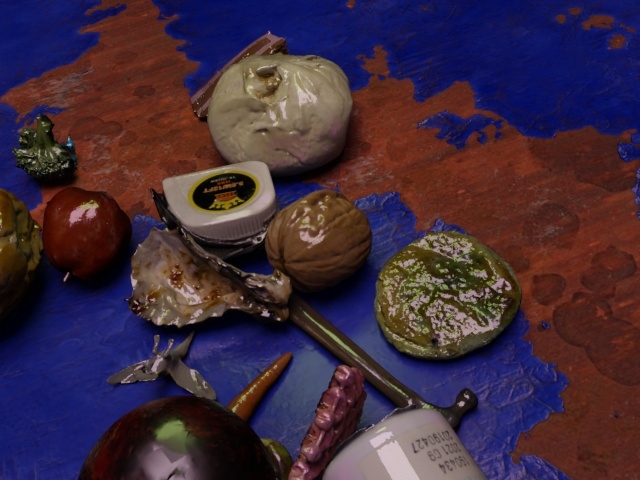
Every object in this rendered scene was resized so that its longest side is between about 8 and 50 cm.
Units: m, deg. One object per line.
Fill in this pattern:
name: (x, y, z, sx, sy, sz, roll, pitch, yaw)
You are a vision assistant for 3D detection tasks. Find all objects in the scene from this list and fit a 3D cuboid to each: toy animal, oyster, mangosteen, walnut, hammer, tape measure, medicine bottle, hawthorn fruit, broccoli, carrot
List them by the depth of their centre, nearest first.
medicine bottle: (0.171, 0.431, 0.965, 0.213, 0.214, 0.379, -26, 56, -11)
mangosteen: (-0.189, 0.387, 1.069, 0.305, 0.359, 0.306, -5, 79, 26)
carrot: (-0.117, 0.273, 1.276, 0.048, 0.048, 0.216, 23, 52, 27)
hammer: (0.064, 0.211, 1.293, 0.168, 0.044, 0.439, -38, 53, -22)
toy animal: (-0.273, 0.214, 1.319, 0.219, 0.095, 0.155, 13, 58, 19)
oyster: (-0.212, 0.073, 1.368, 0.336, 0.198, 0.133, 5, 8, 23)
walnut: (0.000, 0.000, 1.388, 0.213, 0.213, 0.213, -5, 49, 6)
hawthorn fruit: (-0.495, -0.002, 1.494, 0.185, 0.185, 0.202, 7, 68, 16)
tape measure: (-0.221, -0.046, 1.504, 0.270, 0.133, 0.232, -10, 40, -5)
broccoli: (-0.659, -0.223, 1.722, 0.154, 0.160, 0.167, 7, 34, -20)

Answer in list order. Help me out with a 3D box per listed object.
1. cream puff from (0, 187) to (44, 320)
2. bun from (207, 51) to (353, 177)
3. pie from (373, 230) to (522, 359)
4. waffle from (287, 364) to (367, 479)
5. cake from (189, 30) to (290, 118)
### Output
cream puff: (-0.704, 0.051, 1.446, 0.342, 0.231, 0.327, 22, 52, 34)
bun: (-0.088, -0.314, 1.652, 0.360, 0.213, 0.361, -6, 52, 7)
pie: (0.229, 0.096, 1.335, 0.276, 0.079, 0.277, -6, 47, 7)
waffle: (0.015, 0.303, 1.106, 0.055, 0.221, 0.234, 18, 63, 15)
cake: (-0.202, -0.409, 1.852, 0.295, 0.113, 0.116, -36, 47, -5)
